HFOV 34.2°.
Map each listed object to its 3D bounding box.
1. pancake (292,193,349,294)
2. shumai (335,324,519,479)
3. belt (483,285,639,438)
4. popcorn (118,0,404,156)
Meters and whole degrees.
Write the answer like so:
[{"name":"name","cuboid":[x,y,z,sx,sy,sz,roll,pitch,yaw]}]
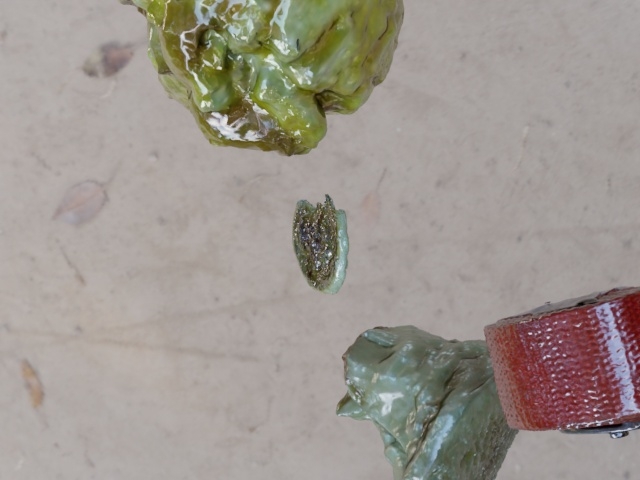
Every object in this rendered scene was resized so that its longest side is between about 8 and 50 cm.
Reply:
[{"name":"pancake","cuboid":[0.001,0.006,1.204,0.129,0.022,0.116,-8,86,64]},{"name":"shumai","cuboid":[0.184,0.301,1.887,0.323,0.397,0.324,28,116,26]},{"name":"belt","cuboid":[0.232,0.112,0.911,0.201,0.128,0.124,-24,80,63]},{"name":"popcorn","cuboid":[-0.055,-0.229,0.923,0.282,0.247,0.282,41,158,20]}]
